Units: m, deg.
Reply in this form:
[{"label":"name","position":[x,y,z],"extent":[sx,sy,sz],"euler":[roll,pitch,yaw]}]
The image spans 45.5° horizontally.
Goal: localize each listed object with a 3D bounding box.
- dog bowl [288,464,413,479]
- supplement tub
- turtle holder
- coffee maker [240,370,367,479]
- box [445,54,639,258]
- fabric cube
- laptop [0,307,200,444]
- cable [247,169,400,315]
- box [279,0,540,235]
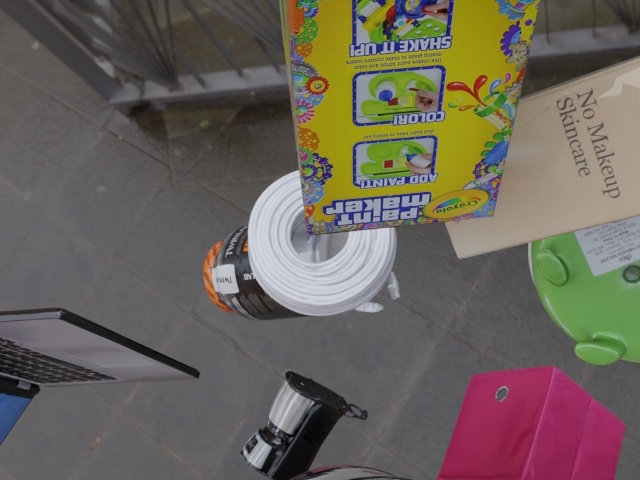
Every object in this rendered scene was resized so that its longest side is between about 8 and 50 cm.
[{"label":"dog bowl","position":[0.038,0.532,1.173],"extent":[0.408,0.408,0.150],"euler":[-56,19,-7]},{"label":"supplement tub","position":[-0.065,0.055,1.549],"extent":[0.338,0.207,0.207],"euler":[-10,66,38]},{"label":"turtle holder","position":[0.430,0.038,1.026],"extent":[0.320,0.227,0.243],"euler":[34,109,-1]},{"label":"coffee maker","position":[-0.032,0.358,1.400],"extent":[0.171,0.120,0.178],"euler":[30,95,7]},{"label":"box","position":[0.273,-0.094,0.760],"extent":[0.311,0.121,0.147],"euler":[-18,95,35]},{"label":"fabric cube","position":[0.449,0.452,1.631],"extent":[0.254,0.259,0.258],"euler":[-22,35,54]},{"label":"laptop","position":[-0.409,0.248,0.928],"extent":[0.408,0.382,0.236],"euler":[-5,71,12]},{"label":"cable","position":[0.000,0.000,1.296],"extent":[0.257,0.089,0.257],"euler":[-6,75,4]},{"label":"box","position":[0.054,-0.207,0.664],"extent":[0.177,0.279,0.289],"euler":[-6,51,-2]}]
